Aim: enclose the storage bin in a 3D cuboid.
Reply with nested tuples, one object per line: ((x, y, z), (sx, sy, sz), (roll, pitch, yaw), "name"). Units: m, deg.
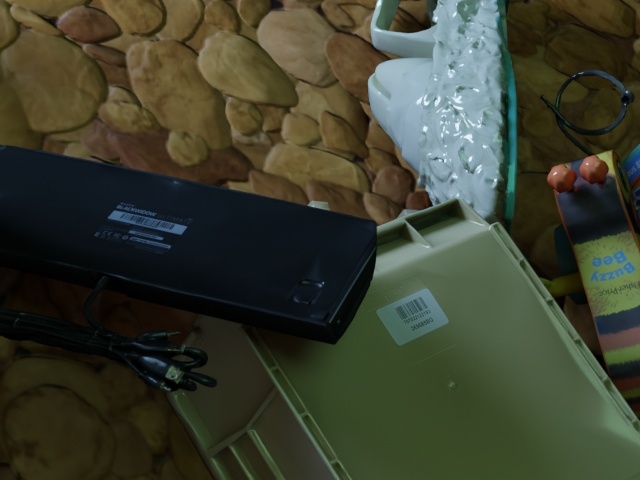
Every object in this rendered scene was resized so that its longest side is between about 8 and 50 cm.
((0.066, 0.128, 1.049), (0.262, 0.123, 0.260), (-20, 69, -38), "storage bin")

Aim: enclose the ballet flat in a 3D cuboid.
((0.108, -0.154, 1.294), (0.147, 0.147, 0.409), (22, 47, -16), "ballet flat")

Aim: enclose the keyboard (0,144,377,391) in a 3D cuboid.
((-0.131, 0.020, 0.971), (0.317, 0.033, 0.201), (12, 39, 19), "keyboard")

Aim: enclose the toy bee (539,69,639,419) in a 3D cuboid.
((0.221, -0.002, 1.195), (0.298, 0.195, 0.162), (57, 13, 20), "toy bee")

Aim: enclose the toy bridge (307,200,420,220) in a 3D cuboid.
((0.000, 0.000, 1.166), (0.188, 0.026, 0.063), (5, 57, -27), "toy bridge")

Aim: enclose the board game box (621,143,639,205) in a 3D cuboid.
((0.331, 0.007, 1.264), (0.047, 0.160, 0.210), (-10, 63, -34), "board game box")
